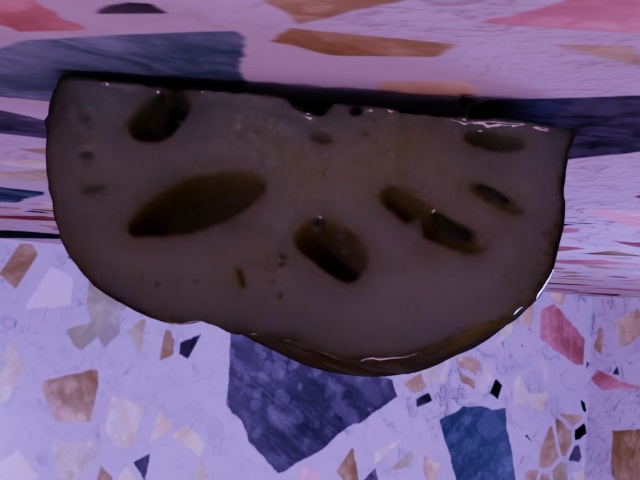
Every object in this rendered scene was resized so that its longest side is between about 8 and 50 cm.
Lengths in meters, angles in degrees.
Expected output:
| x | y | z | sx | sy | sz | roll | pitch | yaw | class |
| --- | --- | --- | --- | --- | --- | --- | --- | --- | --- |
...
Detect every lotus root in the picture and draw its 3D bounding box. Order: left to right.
| x | y | z | sx | sy | sz | roll | pitch | yaw | class |
| --- | --- | --- | --- | --- | --- | --- | --- | --- | --- |
| -0.012 | 0.000 | 0.857 | 0.267 | 0.149 | 0.260 | 7 | 176 | -1 | lotus root |
